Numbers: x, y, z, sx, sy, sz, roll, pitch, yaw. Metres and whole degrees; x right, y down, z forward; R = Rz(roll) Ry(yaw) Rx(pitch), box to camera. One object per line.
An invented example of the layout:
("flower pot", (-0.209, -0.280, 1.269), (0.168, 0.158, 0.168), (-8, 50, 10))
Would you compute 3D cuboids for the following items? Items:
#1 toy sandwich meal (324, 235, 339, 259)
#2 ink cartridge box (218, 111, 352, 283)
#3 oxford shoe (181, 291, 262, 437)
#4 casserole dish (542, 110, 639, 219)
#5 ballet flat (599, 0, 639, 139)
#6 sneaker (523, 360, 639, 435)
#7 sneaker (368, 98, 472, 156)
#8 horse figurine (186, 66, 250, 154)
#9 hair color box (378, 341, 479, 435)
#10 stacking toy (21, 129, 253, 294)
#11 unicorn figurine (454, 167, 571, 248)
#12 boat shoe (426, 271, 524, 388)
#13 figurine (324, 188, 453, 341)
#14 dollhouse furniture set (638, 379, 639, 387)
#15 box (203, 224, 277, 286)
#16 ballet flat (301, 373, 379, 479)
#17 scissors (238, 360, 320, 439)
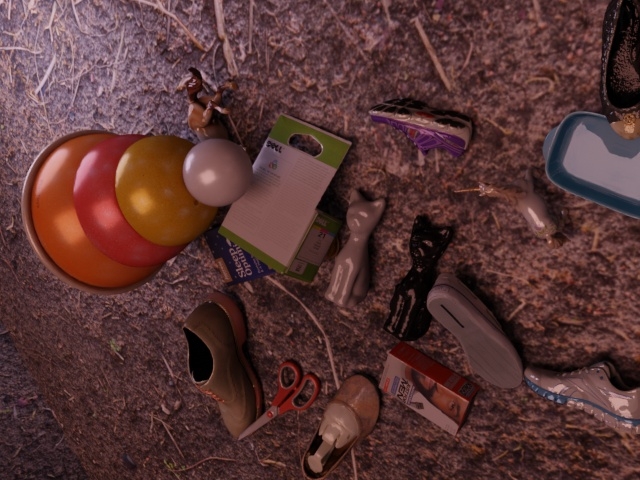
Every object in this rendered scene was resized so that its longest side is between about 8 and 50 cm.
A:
("toy sandwich meal", (0.000, 0.000, 1.165), (0.085, 0.029, 0.086), (18, 121, 32))
("ink cartridge box", (-0.046, -0.079, 1.118), (0.188, 0.097, 0.255), (30, 93, 35))
("oxford shoe", (-0.245, 0.323, 1.439), (0.140, 0.146, 0.397), (5, 117, 35))
("casserole dish", (0.387, -0.102, 0.793), (0.188, 0.037, 0.114), (28, 126, 28))
("ballet flat", (0.363, -0.207, 0.731), (0.057, 0.049, 0.173), (-5, 97, 27))
("sneaker", (0.401, 0.213, 0.915), (0.190, 0.071, 0.083), (16, 103, 42))
("sneaker", (0.147, -0.170, 0.939), (0.169, 0.068, 0.071), (25, 131, 28))
("horse figurine", (-0.203, -0.212, 1.200), (0.174, 0.066, 0.263), (0, 119, 47))
("hair color box", (0.196, 0.270, 1.119), (0.167, 0.053, 0.093), (27, 125, 26))
("stacking toy", (-0.306, -0.081, 1.159), (0.479, 0.350, 0.351), (-8, 105, 41))
("unicorn figurine", (0.286, -0.053, 0.847), (0.162, 0.111, 0.060), (44, 132, 15))
("boat shoe", (0.262, 0.141, 0.989), (0.083, 0.076, 0.226), (-23, 114, 39))
("figurine", (0.113, 0.034, 1.060), (0.214, 0.092, 0.210), (27, 118, 28))
("dollhouse furniture set", (0.541, 0.216, 0.826), (0.151, 0.123, 0.144), (-129, 34, -59))
("box", (-0.175, 0.022, 1.318), (0.225, 0.036, 0.137), (-18, 98, 44))
("ballet flat", (0.035, 0.412, 1.283), (0.107, 0.106, 0.316), (35, 129, 21))
("scissors", (-0.099, 0.398, 1.401), (0.109, 0.021, 0.297), (38, 116, 16))
